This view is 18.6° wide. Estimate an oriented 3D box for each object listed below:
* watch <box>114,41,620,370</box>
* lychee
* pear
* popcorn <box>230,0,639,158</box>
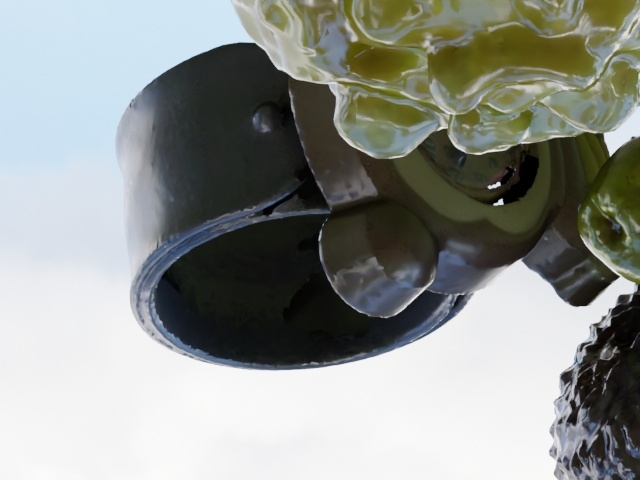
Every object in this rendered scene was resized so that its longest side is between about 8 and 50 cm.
[{"bbox_3d":[0.018,-0.022,1.542,0.335,0.327,0.314,17,-126,-38],"label":"watch"},{"bbox_3d":[0.323,0.143,1.477,0.300,0.300,0.300,12,-156,-5],"label":"lychee"},{"bbox_3d":[0.234,-0.022,1.293,0.131,0.107,0.107,-15,-144,-28],"label":"pear"},{"bbox_3d":[0.062,-0.152,0.673,0.249,0.225,0.249,-10,-135,11],"label":"popcorn"}]
